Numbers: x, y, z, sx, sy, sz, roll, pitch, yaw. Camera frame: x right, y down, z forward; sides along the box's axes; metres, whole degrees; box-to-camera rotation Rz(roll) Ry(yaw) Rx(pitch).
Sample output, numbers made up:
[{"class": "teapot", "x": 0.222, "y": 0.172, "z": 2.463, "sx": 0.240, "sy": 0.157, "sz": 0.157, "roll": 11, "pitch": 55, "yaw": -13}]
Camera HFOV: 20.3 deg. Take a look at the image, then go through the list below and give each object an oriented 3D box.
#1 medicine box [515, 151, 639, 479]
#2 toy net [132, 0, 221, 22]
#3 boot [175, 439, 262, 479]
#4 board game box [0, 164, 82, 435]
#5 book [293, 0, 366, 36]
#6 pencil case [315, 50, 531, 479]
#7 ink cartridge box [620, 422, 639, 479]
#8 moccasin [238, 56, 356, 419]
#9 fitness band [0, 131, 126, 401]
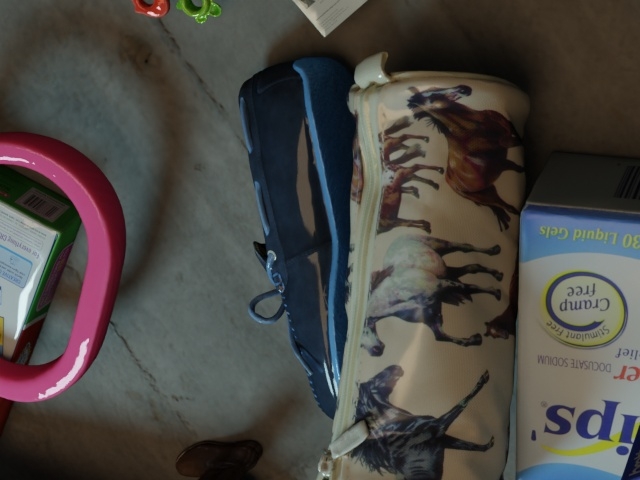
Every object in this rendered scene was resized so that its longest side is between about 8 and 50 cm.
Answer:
[{"class": "medicine box", "x": 0.316, "y": 0.087, "z": 1.583, "sx": 0.263, "sy": 0.149, "sz": 0.289, "roll": 6, "pitch": 114, "yaw": 17}, {"class": "toy net", "x": -0.190, "y": -0.280, "z": 1.662, "sx": 0.232, "sy": 0.045, "sz": 0.122, "roll": 14, "pitch": 119, "yaw": 15}, {"class": "boot", "x": -0.122, "y": 0.245, "z": 1.827, "sx": 0.106, "sy": 0.114, "sz": 0.037, "roll": -18, "pitch": 106, "yaw": 25}, {"class": "board game box", "x": -0.407, "y": 0.050, "z": 1.872, "sx": 0.242, "sy": 0.064, "sz": 0.317, "roll": 28, "pitch": 119, "yaw": 6}, {"class": "book", "x": -0.007, "y": -0.267, "z": 1.594, "sx": 0.096, "sy": 0.035, "sz": 0.144, "roll": -40, "pitch": 96, "yaw": 7}, {"class": "pencil case", "x": 0.087, "y": 0.048, "z": 1.566, "sx": 0.160, "sy": 0.183, "sz": 0.410, "roll": 4, "pitch": 89, "yaw": 47}, {"class": "ink cartridge box", "x": 0.303, "y": 0.143, "z": 1.406, "sx": 0.097, "sy": 0.207, "sz": 0.046, "roll": -25, "pitch": 102, "yaw": 27}, {"class": "moccasin", "x": 0.000, "y": 0.000, "z": 1.683, "sx": 0.116, "sy": 0.137, "sz": 0.342, "roll": -3, "pitch": 95, "yaw": 38}, {"class": "fitness band", "x": -0.300, "y": 0.027, "z": 1.755, "sx": 0.209, "sy": 0.054, "sz": 0.291, "roll": 22, "pitch": 119, "yaw": 9}]
